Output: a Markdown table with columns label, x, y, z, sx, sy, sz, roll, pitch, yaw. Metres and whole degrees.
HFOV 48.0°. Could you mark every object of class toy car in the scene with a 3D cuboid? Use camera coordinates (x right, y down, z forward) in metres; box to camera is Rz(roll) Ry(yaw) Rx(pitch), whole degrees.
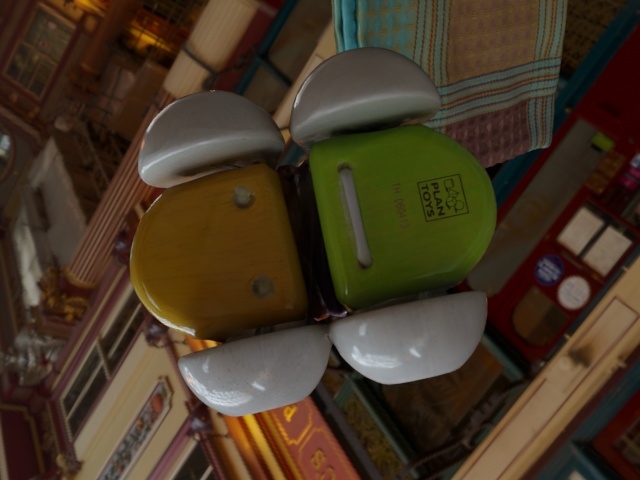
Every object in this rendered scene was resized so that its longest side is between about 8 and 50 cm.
| label | x | y | z | sx | sy | sz | roll | pitch | yaw |
| --- | --- | --- | --- | --- | --- | --- | --- | --- | --- |
| toy car | 0.000 | 0.000 | 0.382 | 0.136 | 0.182 | 0.159 | 34 | -137 | -77 |

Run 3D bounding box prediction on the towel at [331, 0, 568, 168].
| label | x | y | z | sx | sy | sz | roll | pitch | yaw |
| --- | --- | --- | --- | --- | --- | --- | --- | --- | --- |
| towel | 0.116 | -0.221 | 0.557 | 0.271 | 0.370 | 0.040 | -22 | -149 | -32 |
